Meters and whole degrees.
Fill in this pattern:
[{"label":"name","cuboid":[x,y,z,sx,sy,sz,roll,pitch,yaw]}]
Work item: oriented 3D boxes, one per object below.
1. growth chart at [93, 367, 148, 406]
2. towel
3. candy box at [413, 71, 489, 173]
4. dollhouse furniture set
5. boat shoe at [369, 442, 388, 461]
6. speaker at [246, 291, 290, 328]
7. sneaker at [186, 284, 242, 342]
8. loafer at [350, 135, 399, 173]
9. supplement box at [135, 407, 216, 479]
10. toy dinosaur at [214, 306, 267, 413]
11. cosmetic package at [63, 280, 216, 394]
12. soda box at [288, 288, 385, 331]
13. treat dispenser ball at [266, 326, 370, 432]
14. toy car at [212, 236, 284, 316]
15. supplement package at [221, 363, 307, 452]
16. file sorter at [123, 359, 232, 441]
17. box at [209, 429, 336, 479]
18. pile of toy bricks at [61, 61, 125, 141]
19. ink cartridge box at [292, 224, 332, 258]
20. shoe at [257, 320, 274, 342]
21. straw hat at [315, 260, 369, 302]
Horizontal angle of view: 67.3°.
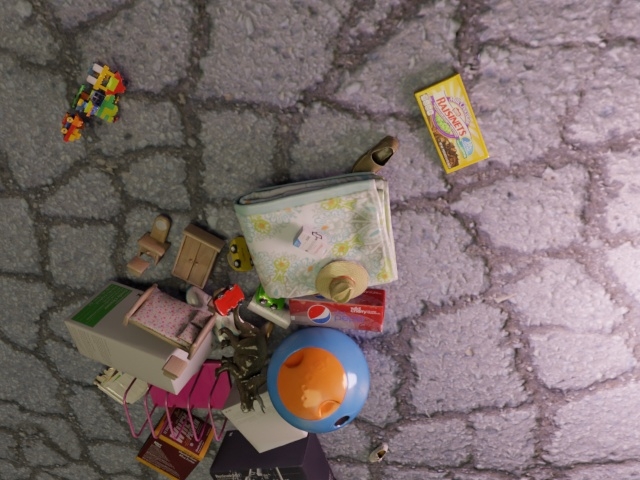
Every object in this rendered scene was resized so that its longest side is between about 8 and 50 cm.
[{"label":"growth chart","cuboid":[-0.682,0.502,1.695,0.237,0.021,0.172,-32,106,24]},{"label":"towel","cuboid":[0.000,0.000,1.217,0.375,0.090,0.320,-8,123,8]},{"label":"candy box","cuboid":[0.301,-0.264,1.098,0.105,0.027,0.206,-22,111,17]},{"label":"dollhouse furniture set","cuboid":[-0.401,0.121,1.241,0.303,0.355,0.173,28,125,-2]},{"label":"boat shoe","cuboid":[0.195,0.727,1.628,0.035,0.035,0.100,33,118,-7]},{"label":"speaker","cuboid":[-0.146,0.207,1.415,0.136,0.055,0.055,29,119,-5]},{"label":"sneaker","cuboid":[-0.309,0.212,1.441,0.092,0.087,0.228,-34,111,13]},{"label":"loafer","cuboid":[0.126,-0.191,1.157,0.056,0.050,0.148,39,117,-10]},{"label":"supplement box","cuboid":[-0.513,0.724,1.714,0.191,0.129,0.194,33,119,-6]},{"label":"toy dinosaur","cuboid":[-0.216,0.327,1.395,0.160,0.121,0.313,6,89,2]},{"label":"cosmetic package","cuboid":[-0.514,0.272,1.391,0.366,0.197,0.155,13,129,20]},{"label":"soda box","cuboid":[0.048,0.186,1.349,0.263,0.083,0.092,4,118,9]},{"label":"treat dispenser ball","cuboid":[-0.006,0.386,1.348,0.288,0.288,0.288,5,118,9]},{"label":"toy car","cuboid":[-0.194,0.135,1.336,0.053,0.239,0.225,-20,137,38]},{"label":"supplement package","cuboid":[-0.161,0.527,1.529,0.194,0.149,0.203,-28,109,22]},{"label":"file sorter","cuboid":[-0.453,0.522,1.556,0.291,0.182,0.202,0,117,7]},{"label":"box","cuboid":[-0.153,0.824,1.667,0.343,0.179,0.312,-13,113,17]},{"label":"pile of toy bricks","cuboid":[-0.556,-0.335,1.203,0.105,0.118,0.212,26,105,-35]},{"label":"ink cartridge box","cuboid":[-0.018,0.005,1.151,0.083,0.028,0.048,27,123,-17]},{"label":"shoe","cuboid":[-0.205,0.322,1.474,0.058,0.076,0.219,27,121,-9]},{"label":"straw hat","cuboid":[0.055,0.125,1.220,0.145,0.061,0.144,1,127,1]}]
